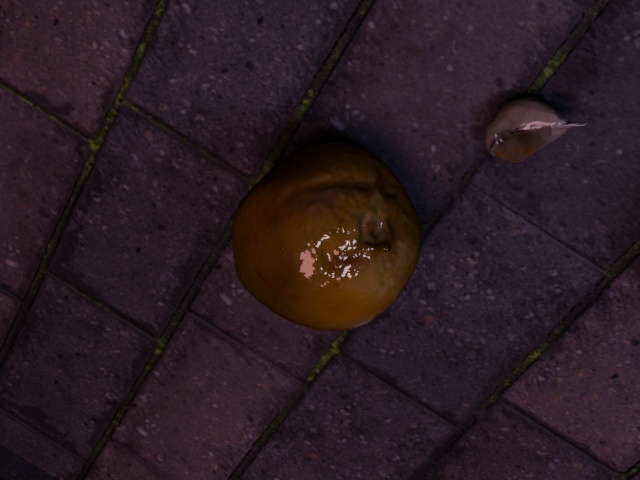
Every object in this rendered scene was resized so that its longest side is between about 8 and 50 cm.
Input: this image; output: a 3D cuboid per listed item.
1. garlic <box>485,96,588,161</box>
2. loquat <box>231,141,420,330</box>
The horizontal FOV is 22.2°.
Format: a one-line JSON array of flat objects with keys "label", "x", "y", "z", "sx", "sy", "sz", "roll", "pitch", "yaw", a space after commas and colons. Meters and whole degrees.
[{"label": "garlic", "x": 0.275, "y": -0.156, "z": 2.172, "sx": 0.084, "sy": 0.066, "sz": 0.152, "roll": 16, "pitch": 150, "yaw": -26}, {"label": "loquat", "x": 0.000, "y": 0.000, "z": 2.348, "sx": 0.283, "sy": 0.276, "sz": 0.276, "roll": -11, "pitch": 125, "yaw": 42}]
